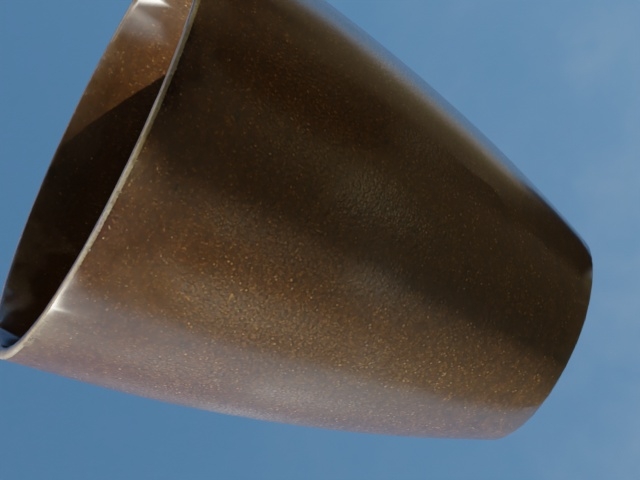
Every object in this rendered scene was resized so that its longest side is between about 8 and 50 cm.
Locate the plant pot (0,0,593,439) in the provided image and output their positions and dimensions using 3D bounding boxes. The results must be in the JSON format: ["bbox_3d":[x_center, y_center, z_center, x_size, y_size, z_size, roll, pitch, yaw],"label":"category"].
[{"bbox_3d":[0.000,0.000,0.890,0.230,0.215,0.215,25,-120,-16],"label":"plant pot"}]
